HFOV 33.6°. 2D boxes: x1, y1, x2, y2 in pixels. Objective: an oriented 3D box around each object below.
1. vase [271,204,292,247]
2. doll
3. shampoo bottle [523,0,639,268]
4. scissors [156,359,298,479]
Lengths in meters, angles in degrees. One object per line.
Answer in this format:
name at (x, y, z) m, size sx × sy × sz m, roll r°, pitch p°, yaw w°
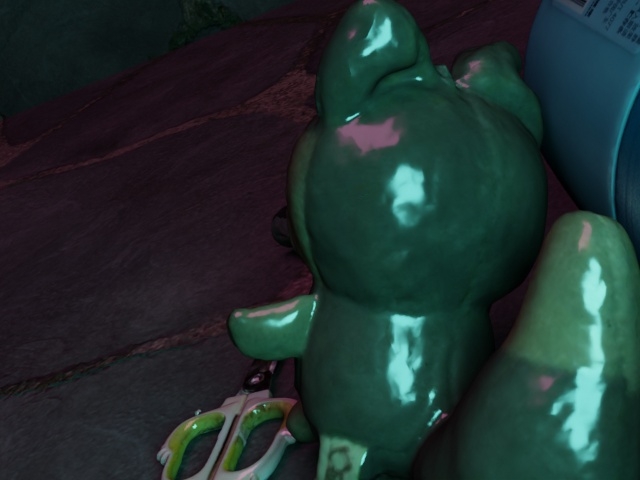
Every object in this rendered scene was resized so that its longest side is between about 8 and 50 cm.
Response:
vase at (0.000, 0.000, 1.265) m, size 0.059 × 0.059 × 0.167 m, roll -31°, pitch 26°, yaw -16°
doll at (0.121, 0.021, 0.810) m, size 0.379 × 0.382 × 0.252 m, roll 19°, pitch 17°, yaw 40°
shampoo bottle at (0.352, -0.101, 0.819) m, size 0.331 × 0.331 × 0.342 m, roll -22°, pitch 24°, yaw 5°
scissors at (-0.071, 0.156, 1.051) m, size 0.160 × 0.024 × 0.317 m, roll -14°, pitch 26°, yaw 21°
